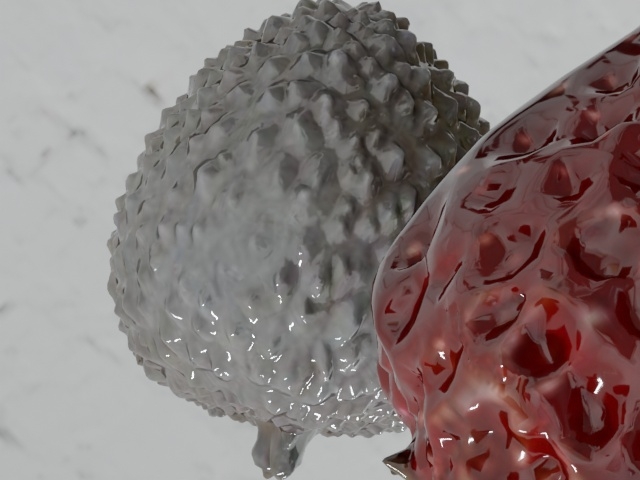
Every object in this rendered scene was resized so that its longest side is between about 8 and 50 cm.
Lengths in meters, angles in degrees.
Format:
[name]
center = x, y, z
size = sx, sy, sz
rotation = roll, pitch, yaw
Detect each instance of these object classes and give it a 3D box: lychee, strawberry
[lychee]
center = 0.000, 0.000, 1.741
size = 0.380, 0.432, 0.380
rotation = 12, 174, 1
[strawberry]
center = 0.211, 0.027, 0.924
size = 0.317, 0.345, 0.295
rotation = 36, 180, -19
